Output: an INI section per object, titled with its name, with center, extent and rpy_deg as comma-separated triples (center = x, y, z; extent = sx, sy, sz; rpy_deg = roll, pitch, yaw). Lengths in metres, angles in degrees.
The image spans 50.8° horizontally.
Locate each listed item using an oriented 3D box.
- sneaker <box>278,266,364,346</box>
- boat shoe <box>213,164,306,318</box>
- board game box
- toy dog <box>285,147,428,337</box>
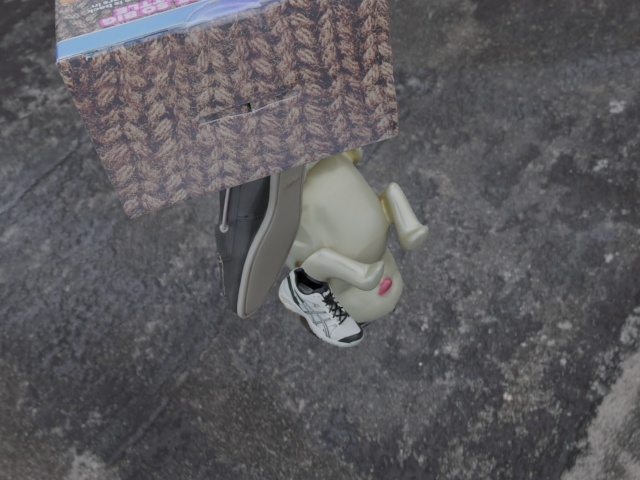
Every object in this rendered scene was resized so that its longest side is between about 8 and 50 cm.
[sneaker]
center = 0.002, 0.055, 0.560
extent = 0.083, 0.037, 0.032
rpy_deg = 34, 43, 8
[boat shoe]
center = -0.080, -0.062, 0.834
extent = 0.095, 0.335, 0.112
rpy_deg = 26, 29, 20
[board game box]
center = -0.094, -0.190, 0.595
extent = 0.232, 0.141, 0.291
rpy_deg = -18, 43, -6
[toy dog]
center = 0.000, 0.000, 1.257
extent = 0.395, 0.408, 0.284
rpy_deg = -6, 33, 41
